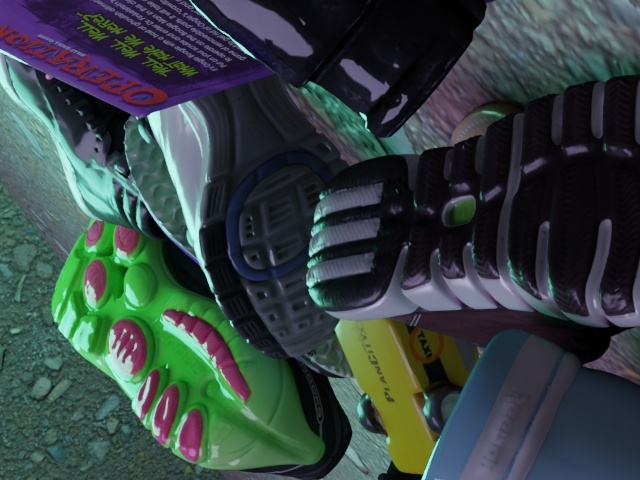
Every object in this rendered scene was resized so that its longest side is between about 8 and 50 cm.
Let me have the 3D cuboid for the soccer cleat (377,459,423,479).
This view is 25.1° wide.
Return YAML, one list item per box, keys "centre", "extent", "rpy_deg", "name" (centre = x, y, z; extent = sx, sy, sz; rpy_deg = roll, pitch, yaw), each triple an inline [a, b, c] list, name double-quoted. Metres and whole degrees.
- centre: [0.179, 0.242, 1.144]
  extent: [0.143, 0.116, 0.331]
  rpy_deg: [38, 175, -31]
  name: "soccer cleat"

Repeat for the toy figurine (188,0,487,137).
- centre: [0.027, -0.148, 0.311]
  extent: [0.148, 0.209, 0.213]
  rpy_deg: [39, 165, -5]
  name: "toy figurine"

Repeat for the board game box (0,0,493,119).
- centre: [-0.093, -0.138, 0.508]
  extent: [0.347, 0.208, 0.056]
  rpy_deg: [24, -127, -56]
  name: "board game box"

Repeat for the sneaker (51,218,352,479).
- centre: [-0.125, 0.093, 1.447]
  extent: [0.202, 0.185, 0.483]
  rpy_deg: [33, -168, -38]
  name: "sneaker"

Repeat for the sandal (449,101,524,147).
- centre: [0.075, 0.001, 0.833]
  extent: [0.088, 0.079, 0.240]
  rpy_deg: [47, 166, 5]
  name: "sandal"

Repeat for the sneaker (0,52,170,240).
- centre: [-0.191, -0.117, 1.311]
  extent: [0.146, 0.104, 0.296]
  rpy_deg: [21, 146, 37]
  name: "sneaker"

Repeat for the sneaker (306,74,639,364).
- centre: [0.137, 0.004, 0.677]
  extent: [0.162, 0.106, 0.281]
  rpy_deg: [21, 165, -37]
  name: "sneaker"

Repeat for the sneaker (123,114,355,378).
- centre: [-0.063, 0.008, 1.219]
  extent: [0.293, 0.102, 0.146]
  rpy_deg: [49, 167, -1]
  name: "sneaker"

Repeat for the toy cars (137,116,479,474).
- centre: [0.000, 0.000, 1.048]
  extent: [0.393, 0.087, 0.176]
  rpy_deg: [45, 146, 28]
  name: "toy cars"

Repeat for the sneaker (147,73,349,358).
- centre: [-0.057, -0.067, 0.938]
  extent: [0.129, 0.111, 0.297]
  rpy_deg: [-166, 59, -73]
  name: "sneaker"

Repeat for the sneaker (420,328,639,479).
- centre: [0.168, 0.149, 0.689]
  extent: [0.208, 0.127, 0.319]
  rpy_deg: [23, 175, 18]
  name: "sneaker"
